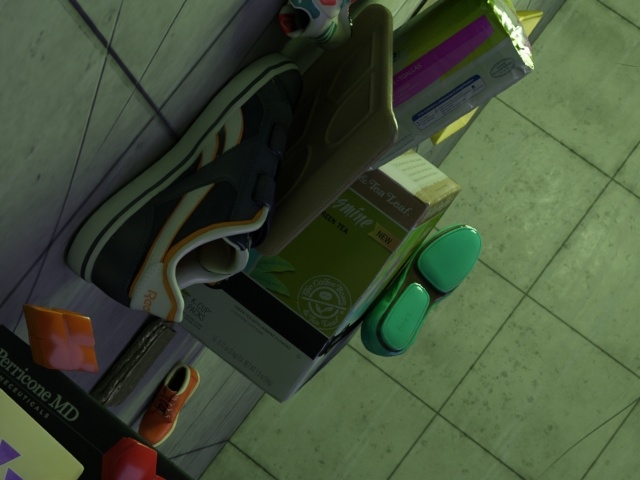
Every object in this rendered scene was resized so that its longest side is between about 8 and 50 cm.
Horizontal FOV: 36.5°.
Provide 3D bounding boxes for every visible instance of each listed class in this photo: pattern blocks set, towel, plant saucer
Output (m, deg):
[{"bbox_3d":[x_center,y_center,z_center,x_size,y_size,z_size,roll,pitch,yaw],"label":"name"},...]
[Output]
[{"bbox_3d":[-0.249,0.162,0.639,0.285,0.026,0.324,-45,130,-29],"label":"pattern blocks set"},{"bbox_3d":[-0.250,0.164,1.317,0.148,0.027,0.110,-54,173,-4],"label":"towel"},{"bbox_3d":[0.356,-0.391,2.200,0.332,0.081,0.333,-56,171,23],"label":"plant saucer"}]

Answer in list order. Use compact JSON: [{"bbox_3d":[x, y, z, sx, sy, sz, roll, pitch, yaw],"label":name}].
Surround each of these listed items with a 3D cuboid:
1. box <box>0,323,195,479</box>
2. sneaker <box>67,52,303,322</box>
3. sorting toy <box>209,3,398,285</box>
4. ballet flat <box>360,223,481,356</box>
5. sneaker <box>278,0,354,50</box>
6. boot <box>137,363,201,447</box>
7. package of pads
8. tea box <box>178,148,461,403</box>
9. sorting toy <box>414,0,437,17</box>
[{"bbox_3d":[-0.246,0.309,0.812,0.312,0.343,0.179,-48,172,-27],"label":"box"},{"bbox_3d":[-0.092,-0.049,0.953,0.321,0.127,0.126,-50,170,-28],"label":"sneaker"},{"bbox_3d":[-0.021,-0.088,1.037,0.307,0.041,0.229,-42,-150,32],"label":"sorting toy"},{"bbox_3d":[0.133,0.067,1.374,0.247,0.083,0.087,-48,-165,-29],"label":"ballet flat"},{"bbox_3d":[-0.009,-0.225,0.965,0.075,0.057,0.161,-28,174,-8],"label":"sneaker"},{"bbox_3d":[-0.264,0.277,1.645,0.157,0.059,0.084,-60,171,-15],"label":"boot"},{"bbox_3d":[0.136,-0.217,1.179,0.229,0.101,0.296,-33,-165,18],"label":"package of pads"},{"bbox_3d":[0.000,0.000,1.339,0.323,0.220,0.329,-56,172,15],"label":"tea box"},{"bbox_3d":[0.165,-0.343,1.493,0.083,0.045,0.075,-53,-169,1],"label":"sorting toy"}]
